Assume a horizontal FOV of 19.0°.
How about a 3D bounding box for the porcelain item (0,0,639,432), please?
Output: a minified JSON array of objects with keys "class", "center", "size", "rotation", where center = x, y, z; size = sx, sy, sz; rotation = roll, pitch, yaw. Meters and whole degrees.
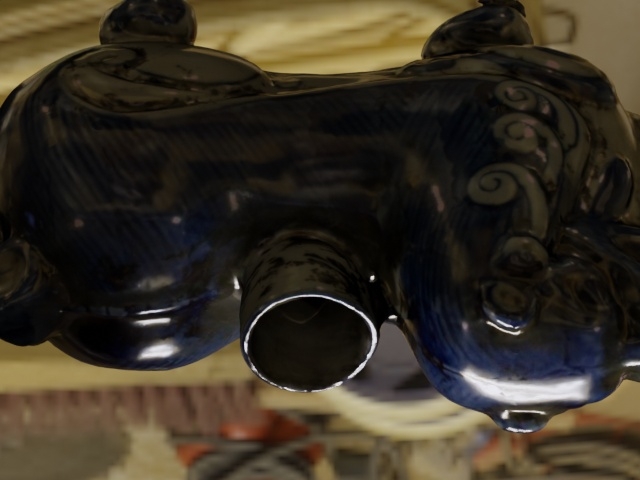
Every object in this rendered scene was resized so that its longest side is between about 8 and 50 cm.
[{"class":"porcelain item","center":[0.000,0.000,0.772],"size":[0.288,0.186,0.138],"rotation":[0,130,-1]}]
